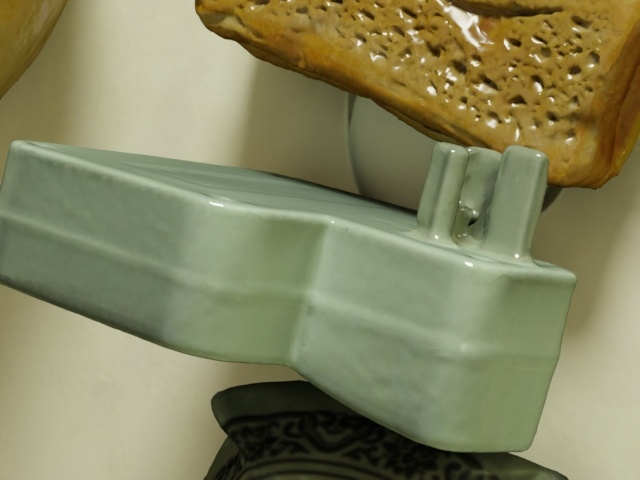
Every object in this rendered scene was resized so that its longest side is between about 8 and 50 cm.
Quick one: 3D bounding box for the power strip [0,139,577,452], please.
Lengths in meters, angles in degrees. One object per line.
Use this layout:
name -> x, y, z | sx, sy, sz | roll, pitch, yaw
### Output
power strip -> 0.000, 0.000, 0.989 | 0.261, 0.229, 0.141 | 18, 97, 37

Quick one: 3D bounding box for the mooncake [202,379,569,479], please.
mooncake -> 0.018, 0.205, 1.024 | 0.250, 0.136, 0.254 | 24, 102, 32

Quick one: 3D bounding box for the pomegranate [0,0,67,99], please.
pomegranate -> -0.322, -0.184, 1.171 | 0.410, 0.410, 0.410 | -3, 86, 37

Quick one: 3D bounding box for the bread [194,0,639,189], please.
bread -> 0.058, -0.128, 1.048 | 0.271, 0.077, 0.139 | 25, 99, 34
